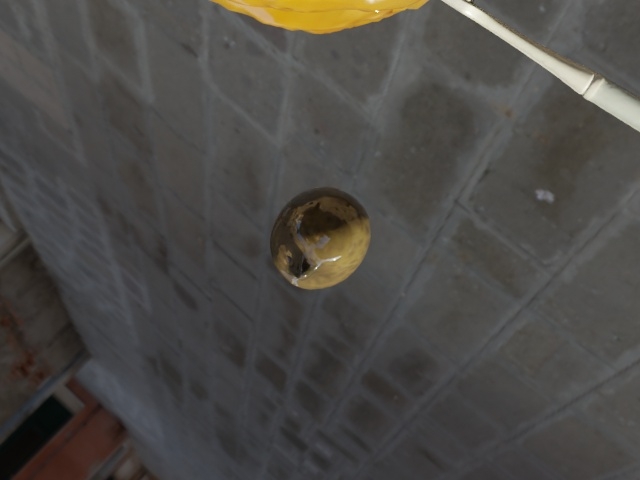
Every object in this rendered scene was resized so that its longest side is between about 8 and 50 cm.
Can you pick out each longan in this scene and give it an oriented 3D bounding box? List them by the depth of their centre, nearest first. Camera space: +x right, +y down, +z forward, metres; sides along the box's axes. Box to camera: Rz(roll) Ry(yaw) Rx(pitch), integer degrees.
[{"bbox_3d":[0.000,0.000,0.850,0.092,0.113,0.113,43,160,-18],"label":"longan"}]

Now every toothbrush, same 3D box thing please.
[{"bbox_3d":[0.219,-0.103,0.641,0.342,0.025,0.030,35,115,4],"label":"toothbrush"}]

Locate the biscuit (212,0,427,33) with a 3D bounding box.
[{"bbox_3d":[0.081,-0.177,0.332,0.107,0.326,0.326,59,156,-9],"label":"biscuit"}]
